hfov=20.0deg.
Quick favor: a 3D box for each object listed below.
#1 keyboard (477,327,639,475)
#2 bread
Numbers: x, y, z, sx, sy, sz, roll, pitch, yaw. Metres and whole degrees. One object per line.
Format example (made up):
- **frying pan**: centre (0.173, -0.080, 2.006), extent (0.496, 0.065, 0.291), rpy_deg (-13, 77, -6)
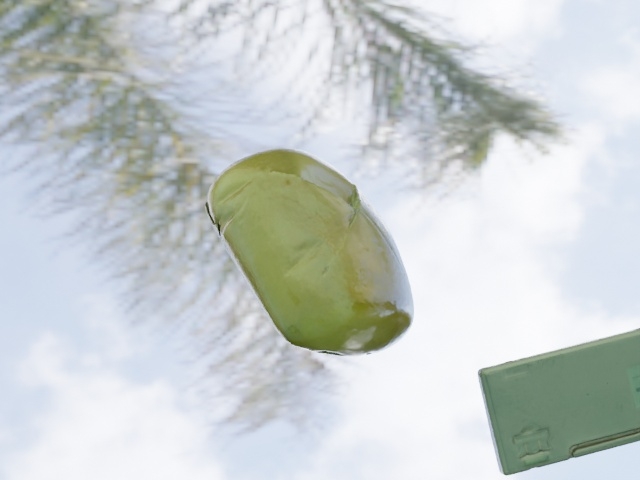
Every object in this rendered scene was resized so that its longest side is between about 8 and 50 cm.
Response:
- **keyboard**: centre (0.157, 0.066, 0.845), extent (0.166, 0.017, 0.055), rpy_deg (-14, -90, -7)
- **bread**: centre (0.000, 0.000, 0.839), extent (0.056, 0.082, 0.115), rpy_deg (-58, -137, 28)
